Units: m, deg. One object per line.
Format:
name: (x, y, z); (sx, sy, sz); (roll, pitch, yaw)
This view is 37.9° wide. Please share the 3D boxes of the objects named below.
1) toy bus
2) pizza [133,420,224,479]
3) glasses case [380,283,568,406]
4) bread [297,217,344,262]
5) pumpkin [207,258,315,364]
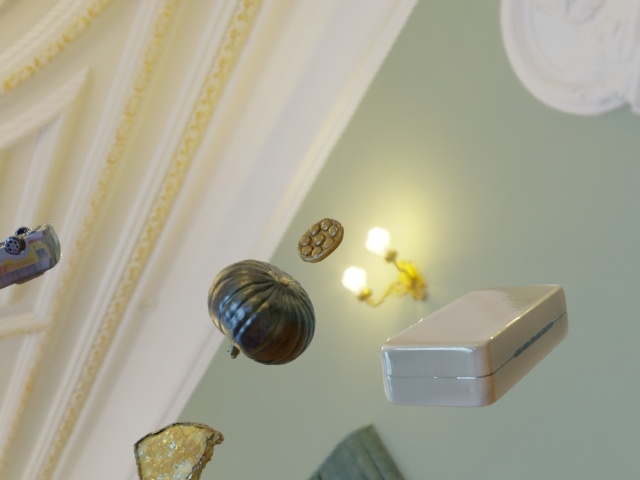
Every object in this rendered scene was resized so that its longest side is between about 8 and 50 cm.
toy bus: (-0.479, 0.036, 1.391); (0.190, 0.075, 0.064); (-21, 14, 4)
pizza: (-0.141, 0.223, 0.870); (0.123, 0.109, 0.026); (-16, -40, 40)
glasses case: (0.209, 0.128, 1.202); (0.144, 0.076, 0.336); (-5, 7, 32)
bread: (0.000, 0.000, 1.822); (0.110, 0.110, 0.024); (-36, -54, 8)
pumpkin: (-0.130, 0.162, 1.975); (0.216, 0.250, 0.250); (-56, -30, 3)
